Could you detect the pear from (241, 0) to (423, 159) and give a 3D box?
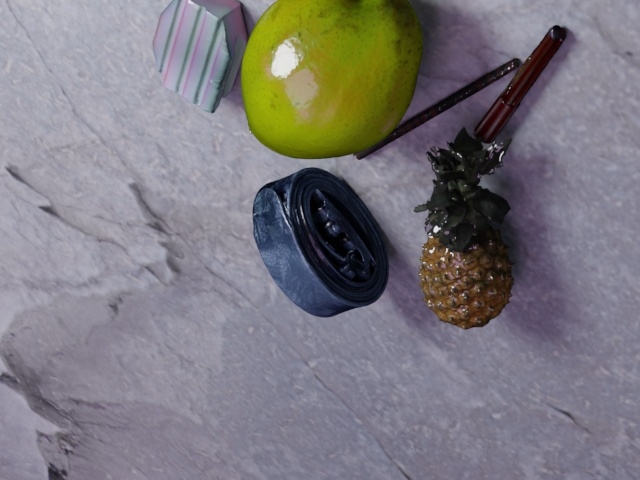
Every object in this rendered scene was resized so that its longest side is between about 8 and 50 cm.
[{"bbox_3d":[0.014,-0.190,1.749,0.187,0.187,0.220,39,136,-2],"label":"pear"}]

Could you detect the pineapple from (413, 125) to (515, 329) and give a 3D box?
[{"bbox_3d":[0.160,-0.015,1.841,0.125,0.125,0.251,16,138,21],"label":"pineapple"}]

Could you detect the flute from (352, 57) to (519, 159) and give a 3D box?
[{"bbox_3d":[0.126,-0.145,1.836,0.014,0.014,0.269,48,137,-13],"label":"flute"}]

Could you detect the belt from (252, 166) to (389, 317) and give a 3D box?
[{"bbox_3d":[0.000,0.000,1.950,0.082,0.141,0.190,-21,111,41],"label":"belt"}]

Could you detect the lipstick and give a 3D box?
[{"bbox_3d":[0.215,-0.167,1.751,0.027,0.027,0.176,35,136,2],"label":"lipstick"}]

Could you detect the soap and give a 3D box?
[{"bbox_3d":[-0.140,-0.232,1.900,0.100,0.056,0.149,29,138,6],"label":"soap"}]
